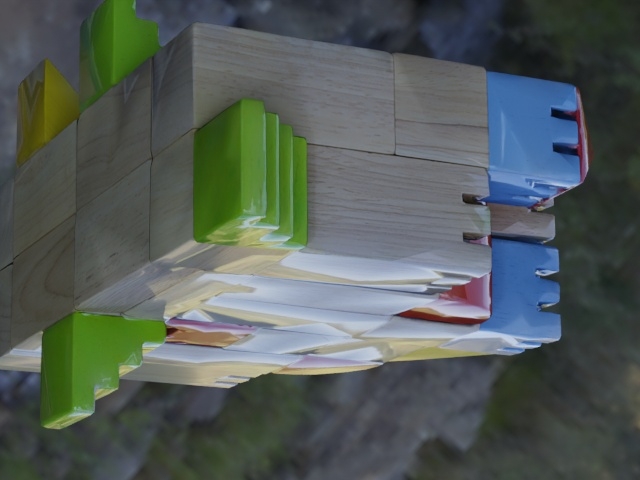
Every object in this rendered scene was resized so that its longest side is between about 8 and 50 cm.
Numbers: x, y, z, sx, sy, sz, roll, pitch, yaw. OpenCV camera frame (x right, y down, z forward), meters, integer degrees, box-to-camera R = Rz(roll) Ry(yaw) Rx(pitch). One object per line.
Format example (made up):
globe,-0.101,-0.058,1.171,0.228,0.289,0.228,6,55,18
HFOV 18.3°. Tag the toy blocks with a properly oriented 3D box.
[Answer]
toy blocks,0.000,0.000,0.992,0.261,0.190,0.381,6,163,-25
